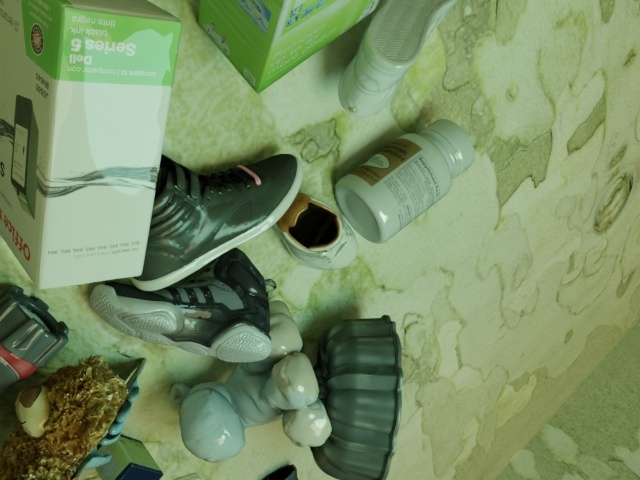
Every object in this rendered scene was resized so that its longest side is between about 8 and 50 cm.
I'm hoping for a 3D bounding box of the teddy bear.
[{"bbox_3d":[-0.382,0.295,0.842,0.113,0.245,0.338,34,120,-12],"label":"teddy bear"}]

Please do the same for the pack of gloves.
[{"bbox_3d":[-0.295,0.283,0.924,0.046,0.232,0.195,36,86,-10],"label":"pack of gloves"}]

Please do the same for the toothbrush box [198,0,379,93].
[{"bbox_3d":[-0.010,-0.309,0.700,0.206,0.122,0.283,-40,178,-17],"label":"toothbrush box"}]

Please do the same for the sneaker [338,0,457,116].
[{"bbox_3d":[0.112,-0.311,0.970,0.292,0.108,0.169,-58,-176,-29],"label":"sneaker"}]

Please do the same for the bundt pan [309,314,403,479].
[{"bbox_3d":[0.053,0.297,1.251,0.124,0.330,0.330,8,120,-7],"label":"bundt pan"}]

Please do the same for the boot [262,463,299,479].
[{"bbox_3d":[-0.137,0.576,1.457,0.219,0.082,0.106,-12,106,-35],"label":"boot"}]

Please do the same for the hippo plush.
[{"bbox_3d":[-0.136,0.242,1.104,0.237,0.294,0.234,-19,96,-8],"label":"hippo plush"}]

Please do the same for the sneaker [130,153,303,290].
[{"bbox_3d":[-0.148,-0.067,0.884,0.296,0.105,0.146,-36,137,-21],"label":"sneaker"}]

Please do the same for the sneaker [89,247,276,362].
[{"bbox_3d":[-0.190,0.077,0.965,0.269,0.153,0.101,20,149,-20],"label":"sneaker"}]

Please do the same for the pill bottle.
[{"bbox_3d":[0.149,-0.108,1.129,0.229,0.131,0.131,-37,140,-18],"label":"pill bottle"}]

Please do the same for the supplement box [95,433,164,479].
[{"bbox_3d":[-0.318,0.368,1.076,0.056,0.083,0.083,-48,142,-5],"label":"supplement box"}]

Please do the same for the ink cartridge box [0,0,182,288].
[{"bbox_3d":[-0.253,-0.118,0.660,0.115,0.198,0.272,-8,124,-42],"label":"ink cartridge box"}]

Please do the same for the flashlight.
[{"bbox_3d":[-0.449,0.195,0.796,0.304,0.103,0.103,-45,115,-7],"label":"flashlight"}]

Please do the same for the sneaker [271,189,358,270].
[{"bbox_3d":[0.000,0.000,1.076,0.105,0.123,0.290,-55,143,1],"label":"sneaker"}]

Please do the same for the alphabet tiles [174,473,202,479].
[{"bbox_3d":[-0.329,0.583,1.291,0.278,0.021,0.284,0,119,-46],"label":"alphabet tiles"}]
